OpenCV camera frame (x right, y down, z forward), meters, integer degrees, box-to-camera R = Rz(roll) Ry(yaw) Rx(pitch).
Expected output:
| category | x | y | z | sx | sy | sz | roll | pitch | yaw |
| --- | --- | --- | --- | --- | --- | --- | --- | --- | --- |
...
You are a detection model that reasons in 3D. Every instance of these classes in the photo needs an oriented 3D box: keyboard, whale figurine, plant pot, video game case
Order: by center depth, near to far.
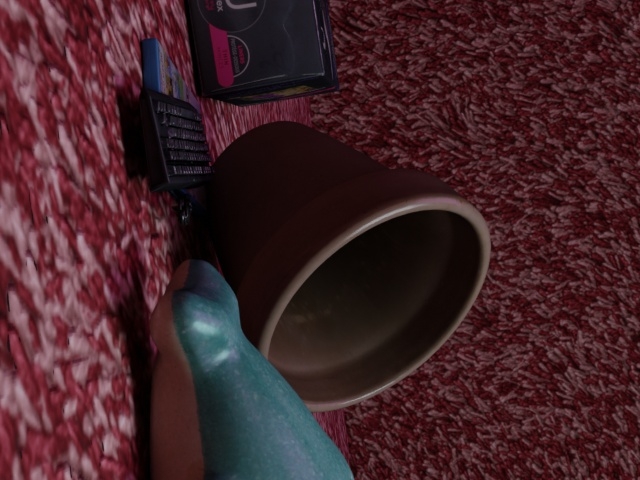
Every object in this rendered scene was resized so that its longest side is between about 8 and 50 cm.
| category | x | y | z | sx | sy | sz | roll | pitch | yaw |
| --- | --- | --- | --- | --- | --- | --- | --- | --- | --- |
| whale figurine | -0.051 | 0.149 | 0.703 | 0.216 | 0.141 | 0.272 | -80 | 162 | -75 |
| keyboard | -0.114 | -0.067 | 0.791 | 0.180 | 0.023 | 0.108 | -43 | 127 | -84 |
| video game case | -0.131 | -0.097 | 0.868 | 0.166 | 0.015 | 0.119 | 66 | 19 | -77 |
| plant pot | 0.000 | 0.000 | 0.944 | 0.229 | 0.263 | 0.263 | 50 | -19 | 38 |

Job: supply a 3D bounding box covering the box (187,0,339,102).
| category | x | y | z | sx | sy | sz | roll | pitch | yaw |
| --- | --- | --- | --- | --- | --- | --- | --- | --- | --- |
| box | -0.064 | -0.255 | 1.143 | 0.270 | 0.143 | 0.165 | -48 | 129 | -84 |
